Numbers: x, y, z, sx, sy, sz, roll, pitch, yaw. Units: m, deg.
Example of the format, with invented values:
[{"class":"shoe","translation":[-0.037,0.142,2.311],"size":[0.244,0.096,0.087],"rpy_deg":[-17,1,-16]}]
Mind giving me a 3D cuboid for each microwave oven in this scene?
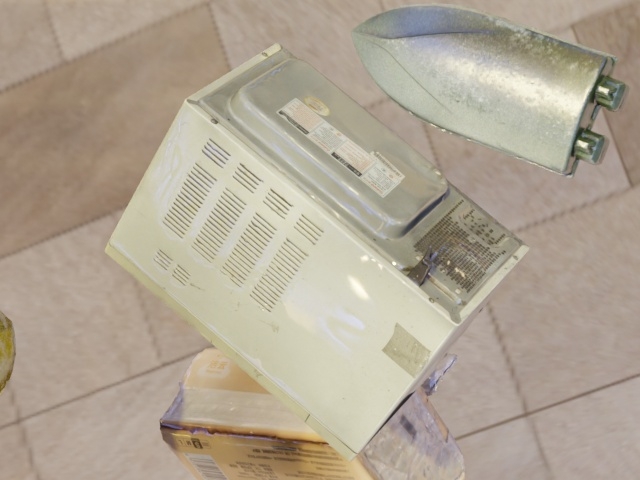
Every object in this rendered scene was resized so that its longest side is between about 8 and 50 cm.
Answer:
[{"class":"microwave oven","translation":[0.000,0.000,1.145],"size":[0.240,0.145,0.194],"rpy_deg":[40,125,8]}]

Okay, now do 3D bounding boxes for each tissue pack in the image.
[{"class":"tissue pack","translation":[0.009,0.215,1.880],"size":[0.305,0.238,0.238],"rpy_deg":[-1,85,41]}]

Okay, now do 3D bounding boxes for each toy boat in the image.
[{"class":"toy boat","translation":[0.176,-0.182,1.767],"size":[0.319,0.092,0.141],"rpy_deg":[22,98,17]}]

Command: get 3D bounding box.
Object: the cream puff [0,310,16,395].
[{"class":"cream puff","translation":[-0.423,0.121,1.338],"size":[0.378,0.275,0.378],"rpy_deg":[7,123,11]}]
